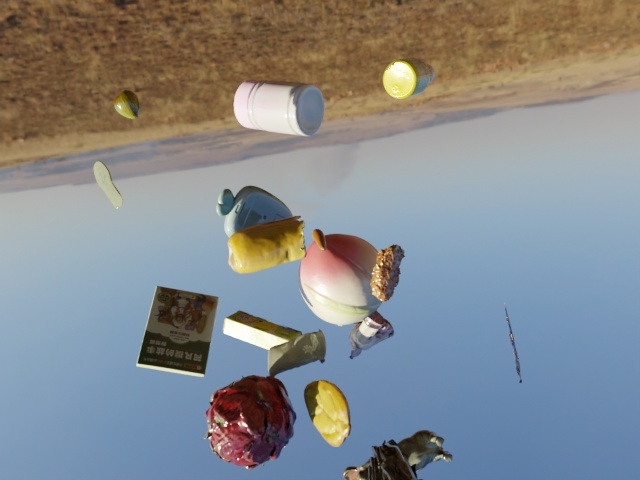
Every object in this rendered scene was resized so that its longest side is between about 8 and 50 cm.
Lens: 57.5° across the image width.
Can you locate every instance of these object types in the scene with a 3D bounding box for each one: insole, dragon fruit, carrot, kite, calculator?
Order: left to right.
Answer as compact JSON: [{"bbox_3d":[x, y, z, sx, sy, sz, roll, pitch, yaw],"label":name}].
[{"bbox_3d":[-0.704,-0.185,1.929,0.064,0.188,0.004,-41,163,21],"label":"insole"},{"bbox_3d":[-0.239,0.625,2.029,0.328,0.330,0.329,-7,-171,1],"label":"dragon fruit"},{"bbox_3d":[-0.195,-0.064,1.793,0.298,0.186,0.041,30,170,-40],"label":"calculator"},{"bbox_3d":[0.000,0.000,1.693,0.035,0.035,0.142,-9,-153,-8],"label":"carrot"},{"bbox_3d":[0.547,0.297,1.658,0.009,0.232,0.189,-14,147,19],"label":"kite"}]

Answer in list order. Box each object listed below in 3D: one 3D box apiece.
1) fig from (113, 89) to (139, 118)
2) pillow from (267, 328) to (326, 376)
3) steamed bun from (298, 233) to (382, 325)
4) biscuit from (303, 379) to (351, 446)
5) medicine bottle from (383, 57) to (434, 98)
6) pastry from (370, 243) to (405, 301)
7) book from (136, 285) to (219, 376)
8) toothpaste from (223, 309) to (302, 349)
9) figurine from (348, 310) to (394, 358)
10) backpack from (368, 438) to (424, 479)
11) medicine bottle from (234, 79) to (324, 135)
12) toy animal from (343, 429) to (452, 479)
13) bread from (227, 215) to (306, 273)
[{"bbox_3d":[-0.580,-0.406,1.760,0.074,0.088,0.074,-28,-175,3],"label":"fig"},{"bbox_3d":[-0.095,0.424,2.199,0.254,0.059,0.169,-23,-139,14],"label":"pillow"},{"bbox_3d":[0.057,0.102,1.887,0.309,0.310,0.309,-7,-171,1],"label":"steamed bun"},{"bbox_3d":[0.018,0.562,1.934,0.041,0.203,0.260,-7,-157,-34],"label":"biscuit"},{"bbox_3d":[0.304,-0.539,1.918,0.121,0.122,0.212,-1,-162,35],"label":"medicine bottle"},{"bbox_3d":[0.187,0.089,1.687,0.063,0.170,0.087,17,-176,43],"label":"pastry"},{"bbox_3d":[-0.431,0.274,1.785,0.201,0.264,0.027,12,145,-10],"label":"book"},{"bbox_3d":[-0.246,0.390,2.465,0.327,0.077,0.110,15,-161,22],"label":"toothpaste"},{"bbox_3d":[0.113,0.228,2.153,0.210,0.361,0.253,-25,155,-6],"label":"figurine"},{"bbox_3d":[0.173,0.582,1.359,0.133,0.206,0.258,-8,-155,-3],"label":"backpack"},{"bbox_3d":[-0.163,-0.530,2.314,0.315,0.202,0.202,15,-159,32],"label":"medicine bottle"},{"bbox_3d":[0.236,0.699,1.835,0.343,0.106,0.168,-21,178,-4],"label":"toy animal"},{"bbox_3d":[-0.116,0.006,1.244,0.173,0.085,0.134,-17,-164,-12],"label":"bread"}]
